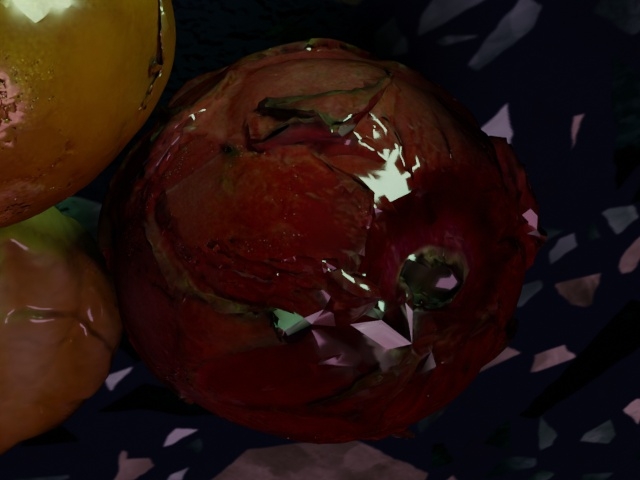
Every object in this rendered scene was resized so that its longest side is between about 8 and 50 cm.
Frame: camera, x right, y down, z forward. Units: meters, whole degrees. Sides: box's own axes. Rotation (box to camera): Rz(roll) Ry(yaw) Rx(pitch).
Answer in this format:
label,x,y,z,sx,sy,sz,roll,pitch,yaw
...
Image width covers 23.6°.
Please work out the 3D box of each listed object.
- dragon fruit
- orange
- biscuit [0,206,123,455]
label,x,y,z,sx,sy,sz,roll,pitch,yaw
dragon fruit,0.000,0.000,1.067,0.295,0.301,0.296,-2,93,-30
orange,-0.210,-0.123,0.897,0.240,0.240,0.240,-11,138,-11
biscuit,-0.298,0.067,1.160,0.296,0.102,0.296,-14,141,-11
